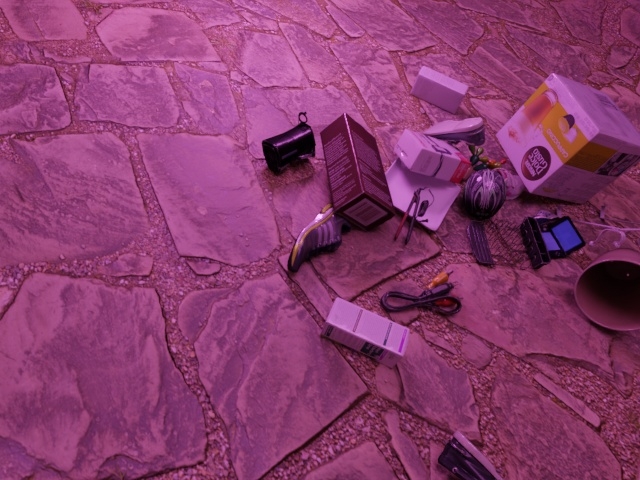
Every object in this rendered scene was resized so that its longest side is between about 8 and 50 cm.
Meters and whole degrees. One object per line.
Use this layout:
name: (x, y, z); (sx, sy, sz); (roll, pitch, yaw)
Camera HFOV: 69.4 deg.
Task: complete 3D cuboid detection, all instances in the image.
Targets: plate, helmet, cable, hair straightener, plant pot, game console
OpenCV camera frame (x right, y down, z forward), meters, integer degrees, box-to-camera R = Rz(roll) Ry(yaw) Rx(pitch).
plate: (0.361, -0.181, 1.751); (0.277, 0.045, 0.278); (32, 54, 10)
helmet: (0.611, -0.178, 1.721); (0.169, 0.162, 0.170); (-3, 50, 4)
cable: (0.334, 0.195, 1.488); (0.286, 0.072, 0.140); (-17, 77, -10)
hair straightener: (0.342, -0.088, 1.632); (0.088, 0.047, 0.231); (23, 73, 8)
plant pot: (1.041, 0.131, 1.595); (0.256, 0.257, 0.274); (40, 40, 15)
game console: (0.891, -0.014, 1.738); (0.123, 0.085, 0.144); (-4, 56, -17)

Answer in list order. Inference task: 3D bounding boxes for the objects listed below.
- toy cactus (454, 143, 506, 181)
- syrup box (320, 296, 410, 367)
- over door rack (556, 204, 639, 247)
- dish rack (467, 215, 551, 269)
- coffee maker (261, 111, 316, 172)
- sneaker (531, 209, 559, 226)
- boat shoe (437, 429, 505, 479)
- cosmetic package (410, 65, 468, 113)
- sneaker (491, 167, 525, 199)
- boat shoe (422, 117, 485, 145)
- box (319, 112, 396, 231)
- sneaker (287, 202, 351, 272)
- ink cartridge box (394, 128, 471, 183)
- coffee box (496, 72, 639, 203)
toy cactus: (0.619, -0.317, 1.873); (0.218, 0.112, 0.181); (32, 72, 20)
syrup box: (0.129, 0.268, 1.342); (0.236, 0.093, 0.096); (25, 53, 4)
over door rack: (1.101, -0.044, 1.757); (0.239, 0.108, 0.324); (0, 22, -14)
dish rack: (0.674, 0.005, 1.679); (0.271, 0.074, 0.209); (6, 53, -10)
coffee maker: (-0.120, -0.355, 1.682); (0.178, 0.120, 0.172); (-31, 111, -31)
sneaker: (0.868, -0.090, 1.816); (0.135, 0.052, 0.058); (-3, 46, -25)
boat shoe: (0.430, 0.643, 1.143); (0.113, 0.127, 0.340); (-42, 79, -3)
cosmetic package: (0.542, -0.688, 2.114); (0.230, 0.117, 0.086); (26, 54, 4)
sneaker: (0.722, -0.228, 1.832); (0.251, 0.111, 0.103); (-9, 58, -20)
boat shoe: (0.533, -0.423, 1.864); (0.116, 0.319, 0.099); (-37, 113, -18)
box: (0.125, -0.244, 1.632); (0.191, 0.143, 0.382); (28, 43, -41)
sneaker: (0.000, 0.000, 1.497); (0.121, 0.111, 0.300); (35, 56, 7)
ink cartridge box: (0.427, -0.323, 1.775); (0.236, 0.100, 0.172); (10, 33, -25)
coffee box: (0.987, -0.390, 1.840); (0.337, 0.334, 0.338); (6, 52, -27)
